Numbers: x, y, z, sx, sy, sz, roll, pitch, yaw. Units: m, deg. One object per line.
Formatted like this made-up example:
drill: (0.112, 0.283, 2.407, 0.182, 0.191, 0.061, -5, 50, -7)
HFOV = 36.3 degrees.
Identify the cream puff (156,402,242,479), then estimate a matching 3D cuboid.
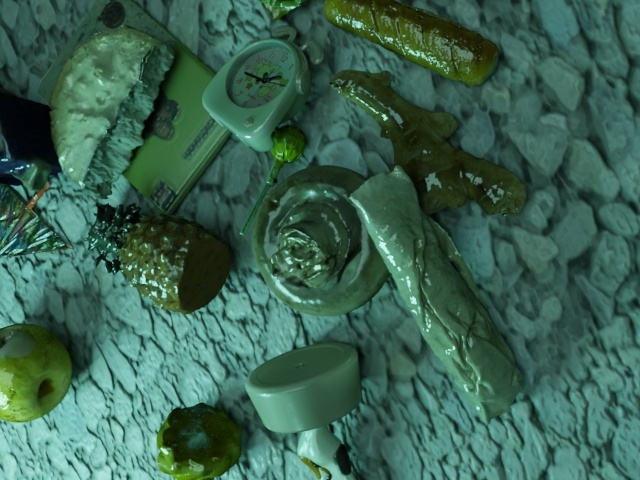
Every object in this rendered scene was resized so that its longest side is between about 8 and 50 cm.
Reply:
cream puff: (-0.199, 0.339, 1.573, 0.146, 0.146, 0.116, 29, 140, 20)

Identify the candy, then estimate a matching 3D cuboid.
candy: (-0.080, -0.094, 1.513, 0.058, 0.062, 0.194, 27, 77, -6)

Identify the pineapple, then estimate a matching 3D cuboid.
pineapple: (-0.284, 0.007, 1.596, 0.278, 0.157, 0.158, 27, 101, 32)

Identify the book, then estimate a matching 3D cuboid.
book: (-0.308, -0.243, 1.649, 0.352, 0.035, 0.239, 42, 104, 17)

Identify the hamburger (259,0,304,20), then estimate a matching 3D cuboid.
hamburger: (-0.045, -0.478, 1.479, 0.261, 0.138, 0.243, -29, 79, 21)

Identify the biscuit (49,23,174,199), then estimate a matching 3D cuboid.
biscuit: (-0.368, -0.223, 1.609, 0.179, 0.084, 0.281, 27, 100, 21)

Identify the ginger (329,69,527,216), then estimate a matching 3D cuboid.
ginger: (0.148, -0.135, 1.434, 0.148, 0.081, 0.334, -44, 76, 12)

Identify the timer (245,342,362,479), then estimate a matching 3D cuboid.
timer: (0.005, 0.309, 1.482, 0.175, 0.175, 0.266, -11, 103, 22)

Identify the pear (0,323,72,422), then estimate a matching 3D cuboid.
pear: (-0.520, 0.223, 1.674, 0.178, 0.178, 0.178, 0, 91, 23)

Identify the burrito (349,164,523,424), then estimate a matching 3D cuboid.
burrito: (0.172, 0.074, 1.382, 0.392, 0.117, 0.076, 58, 153, -9)

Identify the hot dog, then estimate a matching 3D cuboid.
hot dog: (0.129, -0.309, 1.454, 0.285, 0.061, 0.088, 23, 111, 22)

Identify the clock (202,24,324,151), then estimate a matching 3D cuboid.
clock: (-0.081, -0.243, 1.516, 0.191, 0.062, 0.151, -49, 55, -1)

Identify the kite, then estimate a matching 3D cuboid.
kite: (-0.538, -0.032, 1.761, 0.232, 0.009, 0.189, 43, 104, 16)

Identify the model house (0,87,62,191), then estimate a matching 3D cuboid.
model house: (-0.593, -0.115, 1.661, 0.280, 0.245, 0.312, 26, 93, 13)

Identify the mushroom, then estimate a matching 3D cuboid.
mushroom: (0.000, 0.000, 1.447, 0.226, 0.178, 0.227, -1, 87, 32)
